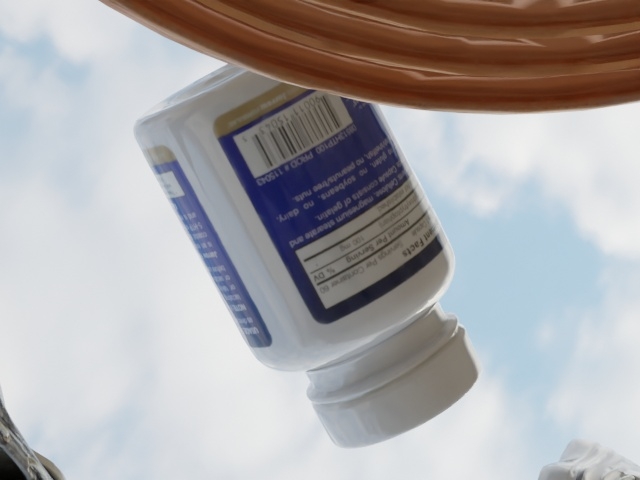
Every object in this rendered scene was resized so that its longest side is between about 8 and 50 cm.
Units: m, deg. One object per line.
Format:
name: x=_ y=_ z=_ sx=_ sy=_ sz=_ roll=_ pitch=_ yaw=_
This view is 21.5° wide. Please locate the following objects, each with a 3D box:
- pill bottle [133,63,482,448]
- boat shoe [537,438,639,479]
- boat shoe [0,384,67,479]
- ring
pill bottle: x=0.000 y=0.000 z=0.814 sx=0.112 sy=0.112 sz=0.187 roll=-37 pitch=-76 yaw=-41
boat shoe: x=0.155 y=0.157 z=0.913 sx=0.075 sy=0.083 sz=0.226 roll=10 pitch=-165 yaw=14
boat shoe: x=-0.116 y=0.085 z=0.591 sx=0.046 sy=0.125 sz=0.038 roll=-14 pitch=-137 yaw=-4
ring: x=0.055 y=-0.177 z=0.300 sx=0.336 sy=0.337 sz=0.032 roll=17 pitch=-154 yaw=-24
